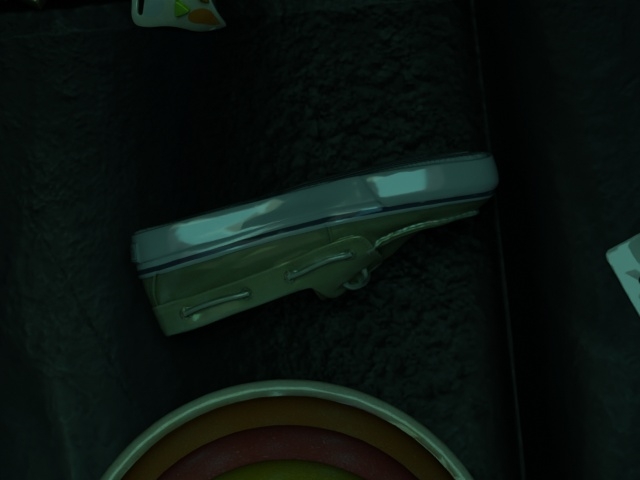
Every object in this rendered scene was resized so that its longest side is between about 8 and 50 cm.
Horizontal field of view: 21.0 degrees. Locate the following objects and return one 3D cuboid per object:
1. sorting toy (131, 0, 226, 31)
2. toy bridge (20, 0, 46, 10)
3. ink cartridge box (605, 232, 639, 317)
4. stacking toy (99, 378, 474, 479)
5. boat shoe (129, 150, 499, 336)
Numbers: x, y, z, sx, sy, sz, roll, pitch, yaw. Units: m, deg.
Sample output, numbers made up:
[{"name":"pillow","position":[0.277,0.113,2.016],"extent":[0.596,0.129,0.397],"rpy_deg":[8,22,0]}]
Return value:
[{"name":"sorting toy","position":[-0.127,-0.214,1.451],"extent":[0.075,0.045,0.083],"rpy_deg":[-14,79,17]},{"name":"toy bridge","position":[-0.226,-0.286,1.467],"extent":[0.063,0.026,0.188],"rpy_deg":[25,81,7]},{"name":"ink cartridge box","position":[0.334,0.006,1.393],"extent":[0.180,0.060,0.104],"rpy_deg":[-29,81,-5]},{"name":"stacking toy","position":[-0.027,0.245,1.138],"extent":[0.350,0.480,0.351],"rpy_deg":[0,79,0]},{"name":"boat shoe","position":[0.000,0.000,1.386],"extent":[0.302,0.109,0.094],"rpy_deg":[-14,95,6]}]
